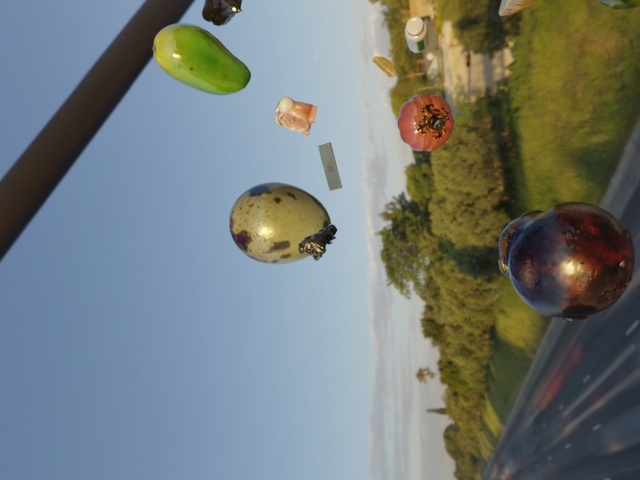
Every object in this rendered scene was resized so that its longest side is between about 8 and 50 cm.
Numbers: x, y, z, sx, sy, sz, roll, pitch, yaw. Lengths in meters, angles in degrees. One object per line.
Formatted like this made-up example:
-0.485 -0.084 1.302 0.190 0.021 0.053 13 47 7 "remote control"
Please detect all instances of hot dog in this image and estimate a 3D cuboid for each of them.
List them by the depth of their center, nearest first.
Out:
0.214 -0.577 1.580 0.090 0.034 0.030 42 169 -4 "hot dog"

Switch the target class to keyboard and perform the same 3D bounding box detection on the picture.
0.037 -0.278 1.819 0.014 0.055 0.176 -25 -79 -63 "keyboard"

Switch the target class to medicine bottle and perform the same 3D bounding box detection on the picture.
0.411 -0.878 2.054 0.260 0.095 0.095 -31 -65 -74 "medicine bottle"

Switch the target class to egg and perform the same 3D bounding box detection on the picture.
-0.167 -0.072 2.016 0.345 0.427 0.345 179 90 -84 "egg"

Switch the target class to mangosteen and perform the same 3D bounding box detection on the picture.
0.767 0.069 1.540 0.421 0.380 0.381 156 111 -73 "mangosteen"

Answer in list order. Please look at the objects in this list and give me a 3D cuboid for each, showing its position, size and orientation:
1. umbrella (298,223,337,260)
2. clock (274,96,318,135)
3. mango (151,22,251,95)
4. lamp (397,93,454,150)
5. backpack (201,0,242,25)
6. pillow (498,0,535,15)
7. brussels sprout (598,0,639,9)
-0.002 0.001 1.457 0.071 0.080 0.224 -67 -9 25 "umbrella"
-0.101 -0.505 1.921 0.166 0.162 0.093 133 153 -71 "clock"
-0.449 -0.692 1.855 0.381 0.201 0.226 16 -115 -26 "mango"
0.331 -0.368 1.502 0.140 0.181 0.182 -147 49 -76 "lamp"
-0.362 -0.853 1.739 0.120 0.165 0.106 19 -106 -37 "backpack"
0.651 -0.780 1.333 0.119 0.310 0.312 51 -172 0 "pillow"
0.743 -0.652 1.171 0.144 0.180 0.161 -62 31 15 "brussels sprout"
